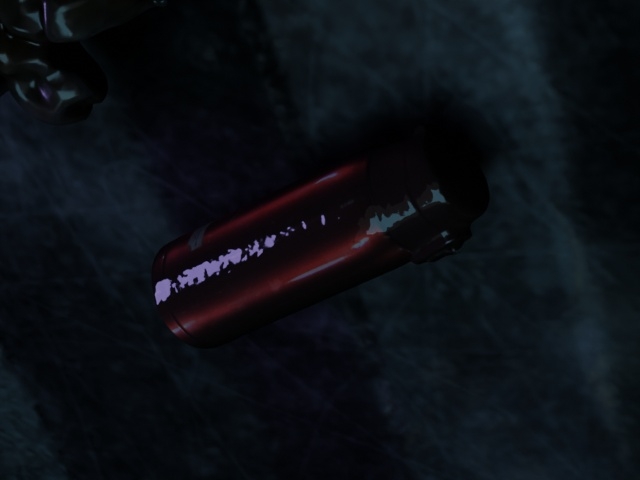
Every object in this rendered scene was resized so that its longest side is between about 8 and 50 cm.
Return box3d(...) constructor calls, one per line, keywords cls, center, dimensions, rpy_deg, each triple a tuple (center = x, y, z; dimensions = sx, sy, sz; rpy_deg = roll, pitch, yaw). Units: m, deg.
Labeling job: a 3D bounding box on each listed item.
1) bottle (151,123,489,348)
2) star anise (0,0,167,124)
box3d(cls="bottle", center=(0.000, 0.000, 0.721), dimensions=(0.164, 0.060, 0.060), rpy_deg=(-25, 117, 34))
box3d(cls="star anise", center=(-0.172, -0.127, 0.652), dimensions=(0.214, 0.099, 0.220), rpy_deg=(-22, 118, 23))
